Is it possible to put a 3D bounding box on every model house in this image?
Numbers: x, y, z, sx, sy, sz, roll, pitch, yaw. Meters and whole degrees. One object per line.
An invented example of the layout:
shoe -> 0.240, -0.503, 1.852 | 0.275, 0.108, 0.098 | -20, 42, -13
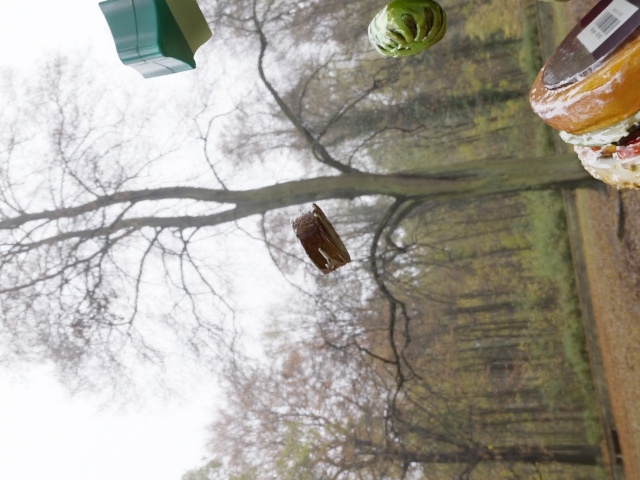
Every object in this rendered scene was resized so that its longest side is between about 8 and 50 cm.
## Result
model house -> -0.246, -0.310, 0.786 | 0.127, 0.101, 0.148 | 64, -152, -44

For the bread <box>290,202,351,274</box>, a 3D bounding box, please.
bread -> 0.000, 0.000, 1.178 | 0.160, 0.073, 0.160 | 56, -174, -10

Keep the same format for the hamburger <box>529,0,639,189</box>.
hamburger -> 0.510, -0.246, 0.805 | 0.250, 0.330, 0.330 | 37, -145, -9

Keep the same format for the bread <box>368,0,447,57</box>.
bread -> 0.144, -0.352, 0.893 | 0.130, 0.139, 0.071 | -10, -87, -37

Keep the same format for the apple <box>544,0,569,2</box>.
apple -> 0.399, -0.561, 0.877 | 0.258, 0.295, 0.233 | 26, -149, -45
